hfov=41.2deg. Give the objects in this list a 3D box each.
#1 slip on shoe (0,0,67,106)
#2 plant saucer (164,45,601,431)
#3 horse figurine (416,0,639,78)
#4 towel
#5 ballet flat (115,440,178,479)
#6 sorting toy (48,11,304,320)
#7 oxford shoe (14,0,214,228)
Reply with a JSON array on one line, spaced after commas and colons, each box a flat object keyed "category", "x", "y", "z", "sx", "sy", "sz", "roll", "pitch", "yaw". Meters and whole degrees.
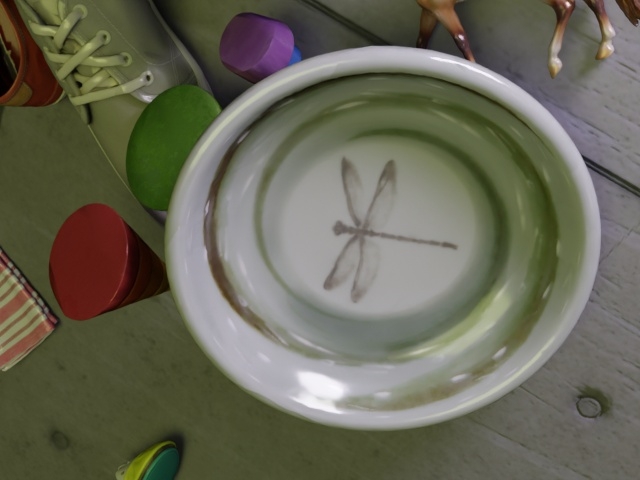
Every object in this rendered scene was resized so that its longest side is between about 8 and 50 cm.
[{"category": "slip on shoe", "x": -0.374, "y": -0.302, "z": 0.935, "sx": 0.123, "sy": 0.101, "sz": 0.332, "roll": -9, "pitch": 107, "yaw": 31}, {"category": "plant saucer", "x": 0.057, "y": 0.001, "z": 0.819, "sx": 0.400, "sy": 0.101, "sz": 0.401, "roll": 1, "pitch": 119, "yaw": 1}, {"category": "horse figurine", "x": 0.152, "y": -0.219, "z": 0.737, "sx": 0.263, "sy": 0.066, "sz": 0.175, "roll": -6, "pitch": 115, "yaw": 31}, {"category": "towel", "x": -0.468, "y": 0.078, "z": 1.194, "sx": 0.144, "sy": 0.029, "sz": 0.197, "roll": -36, "pitch": 93, "yaw": 33}, {"category": "ballet flat", "x": -0.255, "y": 0.355, "z": 1.195, "sx": 0.077, "sy": 0.077, "sz": 0.231, "roll": 33, "pitch": 126, "yaw": 29}, {"category": "sorting toy", "x": -0.127, "y": -0.060, "z": 0.876, "sx": 0.366, "sy": 0.126, "sz": 0.127, "roll": -51, "pitch": 55, "yaw": 13}, {"category": "oxford shoe", "x": -0.231, "y": -0.202, "z": 0.895, "sx": 0.169, "sy": 0.130, "sz": 0.450, "roll": -13, "pitch": 109, "yaw": 25}]
